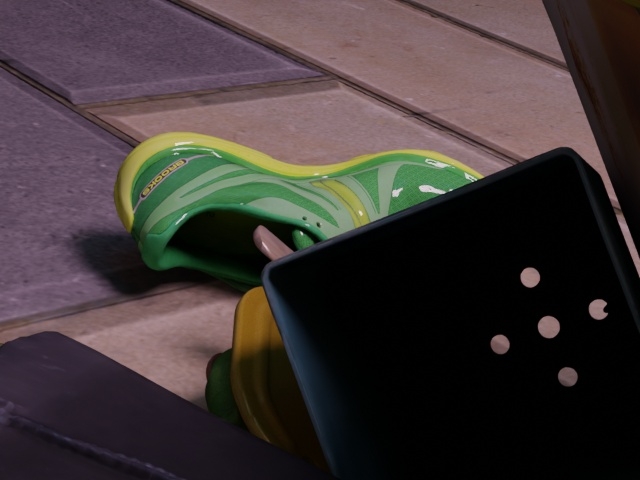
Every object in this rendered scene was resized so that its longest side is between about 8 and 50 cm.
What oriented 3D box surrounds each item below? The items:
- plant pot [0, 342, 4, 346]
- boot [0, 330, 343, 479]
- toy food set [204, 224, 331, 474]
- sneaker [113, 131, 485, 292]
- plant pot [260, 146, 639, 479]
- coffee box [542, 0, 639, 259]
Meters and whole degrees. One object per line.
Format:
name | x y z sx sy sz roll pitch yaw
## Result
plant pot | -0.175 0.085 0.774 0.083 0.083 0.079 -13 21 -43
boot | -0.017 0.187 0.486 0.445 0.146 0.367 25 14 18
toy food set | -0.017 0.098 0.822 0.128 0.071 0.218 38 23 -18
sneaker | 0.000 0.000 1.030 0.296 0.109 0.123 3 43 -15
plant pot | 0.104 0.056 0.778 0.165 0.165 0.234 -22 -4 17
coffee box | 0.320 -0.035 0.617 0.338 0.337 0.334 -22 7 3
